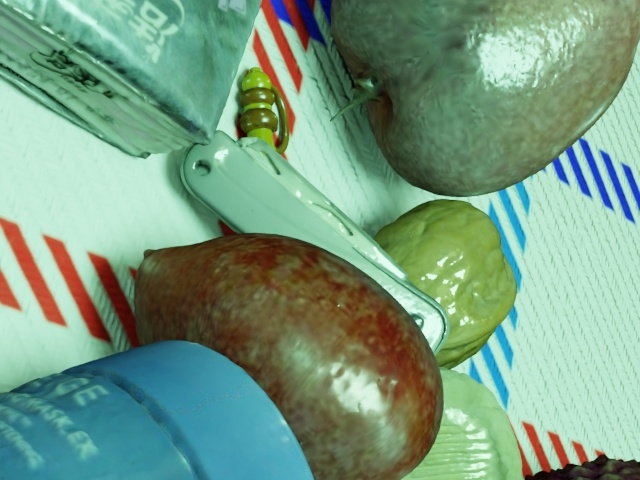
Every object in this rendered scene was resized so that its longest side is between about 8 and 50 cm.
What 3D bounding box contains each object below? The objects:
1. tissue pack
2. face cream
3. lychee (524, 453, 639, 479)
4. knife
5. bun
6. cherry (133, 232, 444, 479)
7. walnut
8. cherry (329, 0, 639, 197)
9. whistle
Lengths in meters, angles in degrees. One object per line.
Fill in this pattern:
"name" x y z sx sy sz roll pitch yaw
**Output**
"tissue pack" -0.148 -0.276 1.116 0.259 0.122 0.361 32 64 -34
"face cream" -0.153 0.209 0.928 0.225 0.249 0.249 -17 95 -43
"lychee" 0.245 0.319 1.309 0.271 0.271 0.271 10 76 -43
"knife" -0.002 0.003 1.177 0.265 0.040 0.073 40 89 -3
"bun" 0.091 0.199 1.238 0.111 0.164 0.188 -66 143 -73
"cherry" -0.025 0.097 1.090 0.206 0.239 0.239 -14 93 -21
"walnut" 0.101 0.044 1.277 0.166 0.149 0.166 -23 125 -37
"cherry" 0.145 -0.180 1.278 0.221 0.307 0.261 -76 142 -83
"whistle" -0.043 -0.095 1.234 0.057 0.046 0.109 10 69 -28
